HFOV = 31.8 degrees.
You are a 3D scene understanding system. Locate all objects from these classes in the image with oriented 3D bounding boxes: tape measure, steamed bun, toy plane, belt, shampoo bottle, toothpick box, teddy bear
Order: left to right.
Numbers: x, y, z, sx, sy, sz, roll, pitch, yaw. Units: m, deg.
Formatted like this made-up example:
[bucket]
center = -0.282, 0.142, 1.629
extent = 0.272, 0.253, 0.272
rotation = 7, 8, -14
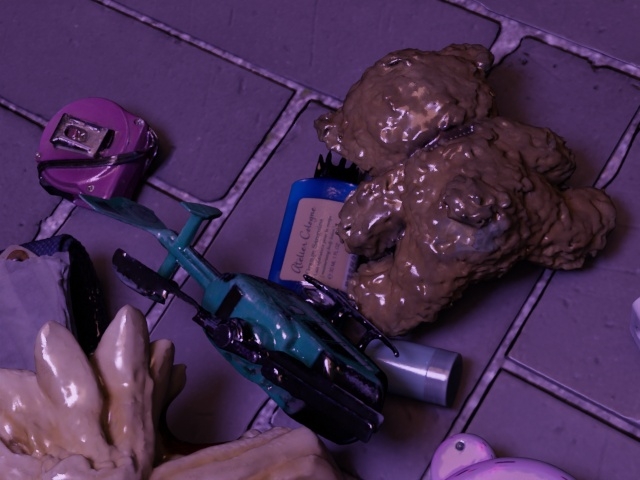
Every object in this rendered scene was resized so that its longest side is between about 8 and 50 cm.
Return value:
[belt]
center = -0.275, 0.111, 1.090
extent = 0.126, 0.139, 0.230
rotation = -16, 66, 6
[steamed bun]
center = -0.203, 0.210, 0.951
extent = 0.428, 0.247, 0.189
rotation = -24, 49, -13
[tape measure]
center = -0.238, -0.092, 1.207
extent = 0.125, 0.074, 0.118
rotation = 14, 70, 18
[toy plane]
center = -0.063, 0.066, 1.003
extent = 0.382, 0.155, 0.106
rotation = 42, 106, 30
[shampoo bottle]
center = 0.000, 0.000, 1.117
extent = 0.087, 0.050, 0.183
rotation = 6, 68, 20
[toothpick box]
center = 0.084, 0.120, 1.041
extent = 0.083, 0.052, 0.052
rotation = 12, 70, 20
[teddy bear]
center = 0.112, -0.069, 1.058
extent = 0.267, 0.156, 0.256
rotation = -24, 58, -3

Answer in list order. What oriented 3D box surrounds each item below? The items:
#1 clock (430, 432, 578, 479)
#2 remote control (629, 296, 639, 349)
[clock]
center = 0.150, 0.299, 0.926
extent = 0.228, 0.090, 0.248
rotation = 16, 70, 20
[remote control]
center = 0.390, 0.029, 0.974
extent = 0.250, 0.103, 0.034
rotation = -24, 65, 4
